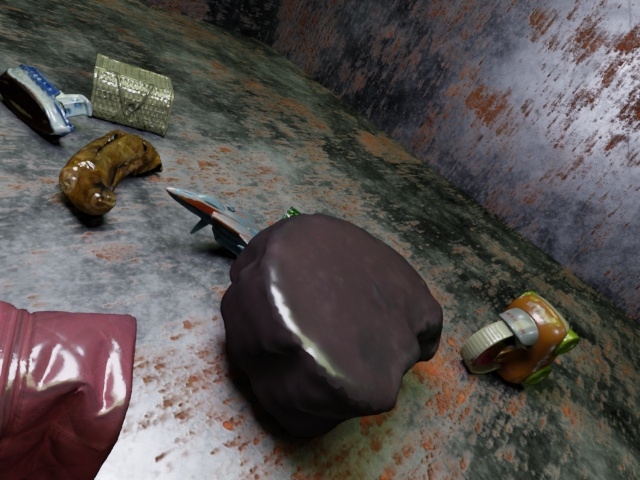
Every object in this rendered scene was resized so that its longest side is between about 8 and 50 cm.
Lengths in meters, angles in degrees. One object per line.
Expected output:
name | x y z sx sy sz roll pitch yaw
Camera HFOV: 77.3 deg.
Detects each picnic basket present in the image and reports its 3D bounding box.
picnic basket | -0.511 -0.386 1.084 0.196 0.134 0.154 10 32 -32

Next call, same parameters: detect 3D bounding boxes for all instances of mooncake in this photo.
mooncake | 0.016 0.123 0.684 0.381 0.212 0.350 0 55 -47

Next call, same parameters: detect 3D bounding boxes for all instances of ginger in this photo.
ginger | -0.432 -0.148 0.823 0.133 0.107 0.309 47 24 -19

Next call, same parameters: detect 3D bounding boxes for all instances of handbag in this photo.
handbag | -0.267 0.164 0.365 0.135 0.225 0.146 18 29 -37

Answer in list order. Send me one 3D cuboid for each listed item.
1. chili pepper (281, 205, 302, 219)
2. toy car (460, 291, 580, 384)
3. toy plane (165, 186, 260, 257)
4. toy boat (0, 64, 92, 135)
chili pepper | 0.000 0.000 1.031 0.227 0.059 0.088 35 25 4
toy car | 0.431 0.234 0.918 0.235 0.235 0.145 10 35 -32
toy plane | -0.182 -0.021 0.823 0.326 0.104 0.223 25 25 -43
toy boat | -0.612 -0.319 0.899 0.262 0.114 0.115 35 42 15
